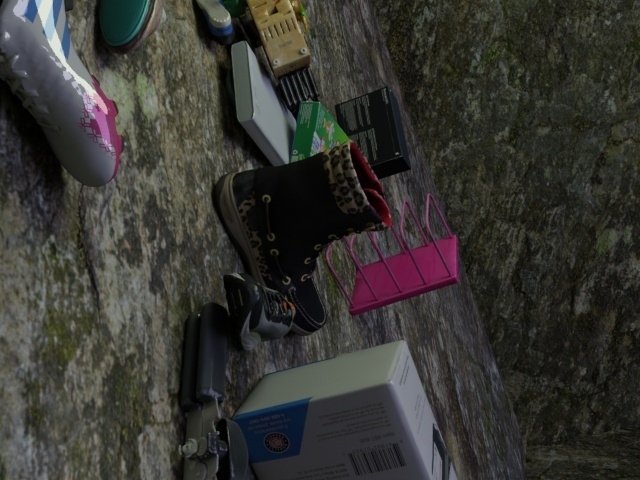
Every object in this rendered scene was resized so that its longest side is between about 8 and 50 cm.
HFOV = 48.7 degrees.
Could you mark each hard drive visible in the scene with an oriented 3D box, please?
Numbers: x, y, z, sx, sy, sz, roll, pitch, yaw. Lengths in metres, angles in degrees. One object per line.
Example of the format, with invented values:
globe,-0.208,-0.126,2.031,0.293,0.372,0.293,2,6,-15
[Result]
hard drive,-0.114,-0.272,1.586,0.307,0.040,0.203,52,27,-61

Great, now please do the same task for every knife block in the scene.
knife block,-0.086,-0.442,1.627,0.242,0.088,0.276,172,-104,-89

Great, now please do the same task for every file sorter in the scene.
file sorter,0.183,0.026,1.814,0.182,0.290,0.202,60,24,-24

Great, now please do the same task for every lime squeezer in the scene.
lime squeezer,-0.211,-0.560,1.572,0.310,0.059,0.110,-114,180,-53

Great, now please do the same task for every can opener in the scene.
can opener,-0.163,0.229,1.050,0.093,0.074,0.280,27,44,-41

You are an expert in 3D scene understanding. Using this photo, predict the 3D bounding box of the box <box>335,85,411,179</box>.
box,0.163,-0.324,2.196,0.103,0.184,0.261,38,40,-56

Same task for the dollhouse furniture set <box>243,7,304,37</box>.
dollhouse furniture set,-0.085,-0.528,1.717,0.182,0.101,0.161,48,38,-44

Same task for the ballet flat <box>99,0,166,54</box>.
ballet flat,-0.306,-0.421,1.189,0.106,0.107,0.316,49,31,-62

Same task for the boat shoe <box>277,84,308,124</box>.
boat shoe,-0.048,-0.306,1.794,0.076,0.080,0.228,-28,98,-63

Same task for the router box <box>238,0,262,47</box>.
router box,-0.159,-0.548,1.758,0.092,0.038,0.122,58,24,-32

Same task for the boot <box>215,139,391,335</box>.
boot,0.000,0.000,1.358,0.377,0.284,0.138,64,22,-19

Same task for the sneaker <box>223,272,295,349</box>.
sneaker,-0.096,0.109,1.154,0.271,0.108,0.100,92,-15,-73

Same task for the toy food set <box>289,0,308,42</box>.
toy food set,-0.072,-0.657,2.072,0.192,0.038,0.132,-16,88,-70

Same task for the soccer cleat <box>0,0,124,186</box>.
soccer cleat,-0.363,-0.218,0.888,0.143,0.116,0.331,-19,89,-54

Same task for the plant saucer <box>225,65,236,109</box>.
plant saucer,-0.177,-0.323,1.549,0.119,0.021,0.119,52,28,-43

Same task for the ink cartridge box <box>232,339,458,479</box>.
ink cartridge box,0.069,0.405,1.204,0.395,0.285,0.166,69,20,-11

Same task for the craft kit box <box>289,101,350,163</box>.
craft kit box,-0.002,-0.167,1.690,0.246,0.061,0.250,38,59,-67

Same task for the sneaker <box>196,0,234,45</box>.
sneaker,-0.226,-0.477,1.510,0.084,0.058,0.152,88,-24,-54
